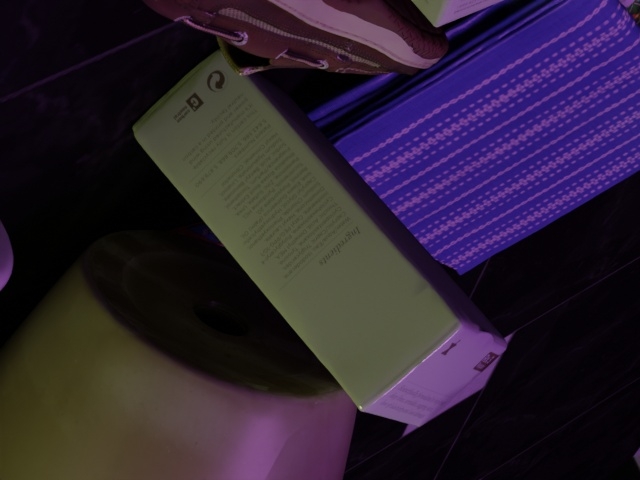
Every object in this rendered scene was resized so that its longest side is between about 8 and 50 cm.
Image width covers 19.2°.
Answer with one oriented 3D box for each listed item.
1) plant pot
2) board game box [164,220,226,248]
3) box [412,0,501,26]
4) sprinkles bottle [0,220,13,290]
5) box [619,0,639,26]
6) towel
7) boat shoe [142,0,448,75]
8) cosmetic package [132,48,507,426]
[{"bbox_3d":[-0.116,0.157,1.220,0.323,0.323,0.280,-8,129,-55],"label":"plant pot"},{"bbox_3d":[-0.048,0.024,1.407,0.281,0.027,0.145,-17,149,-46],"label":"board game box"},{"bbox_3d":[0.078,-0.220,0.965,0.091,0.130,0.170,-25,156,-32],"label":"box"},{"bbox_3d":[-0.312,0.096,0.971,0.355,0.121,0.121,-45,159,16],"label":"sprinkles bottle"},{"bbox_3d":[0.211,-0.215,1.304,0.201,0.057,0.293,-33,159,-15],"label":"box"},{"bbox_3d":[0.132,-0.080,1.358,0.243,0.040,0.336,-31,156,15],"label":"towel"},{"bbox_3d":[-0.019,-0.136,1.056,0.095,0.095,0.257,-31,157,20],"label":"boat shoe"},{"bbox_3d":[0.000,0.000,1.143,0.085,0.231,0.117,-42,159,8],"label":"cosmetic package"}]
